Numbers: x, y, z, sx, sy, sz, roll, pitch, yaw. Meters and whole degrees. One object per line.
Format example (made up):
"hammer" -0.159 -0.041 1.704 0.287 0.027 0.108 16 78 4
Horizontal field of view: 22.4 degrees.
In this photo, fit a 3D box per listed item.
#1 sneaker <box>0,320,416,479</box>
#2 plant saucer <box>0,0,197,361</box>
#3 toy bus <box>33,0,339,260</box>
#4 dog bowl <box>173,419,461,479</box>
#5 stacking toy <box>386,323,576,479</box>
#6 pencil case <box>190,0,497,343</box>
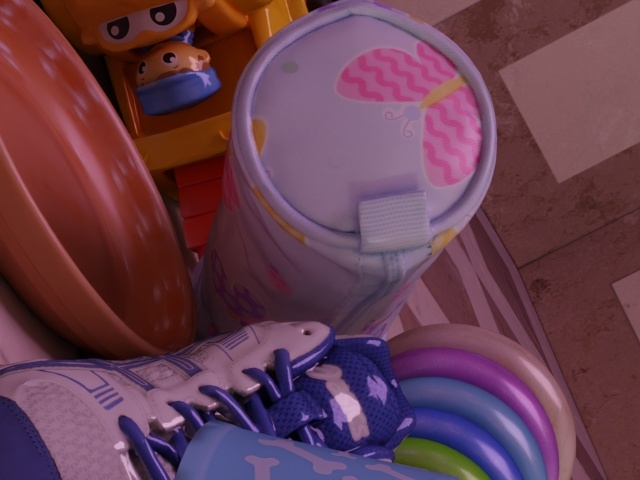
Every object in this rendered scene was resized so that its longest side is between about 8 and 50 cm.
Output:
"sneaker" -0.042 0.071 0.593 0.112 0.131 0.296 65 11 2
"plant saucer" -0.120 -0.028 0.730 0.200 0.037 0.200 60 9 -16
"toy bus" -0.067 -0.085 0.931 0.220 0.149 0.212 34 45 -66
"dog bowl" 0.014 0.169 0.493 0.297 0.074 0.166 77 15 -56
"stacking toy" 0.041 0.156 0.813 0.141 0.141 0.330 61 21 -7
"pencil case" 0.000 0.000 0.771 0.273 0.113 0.124 111 -16 -65
